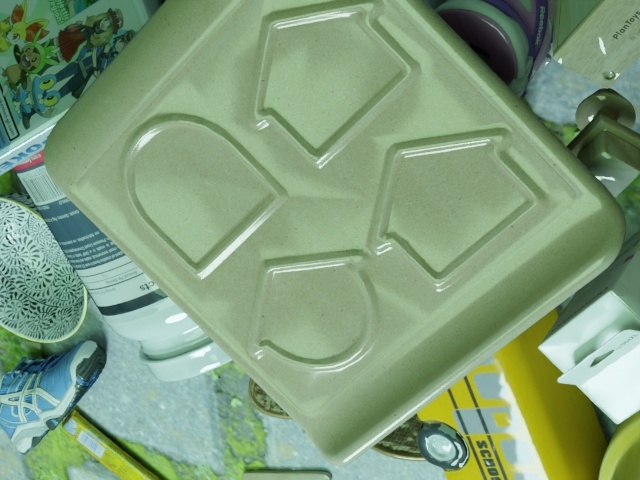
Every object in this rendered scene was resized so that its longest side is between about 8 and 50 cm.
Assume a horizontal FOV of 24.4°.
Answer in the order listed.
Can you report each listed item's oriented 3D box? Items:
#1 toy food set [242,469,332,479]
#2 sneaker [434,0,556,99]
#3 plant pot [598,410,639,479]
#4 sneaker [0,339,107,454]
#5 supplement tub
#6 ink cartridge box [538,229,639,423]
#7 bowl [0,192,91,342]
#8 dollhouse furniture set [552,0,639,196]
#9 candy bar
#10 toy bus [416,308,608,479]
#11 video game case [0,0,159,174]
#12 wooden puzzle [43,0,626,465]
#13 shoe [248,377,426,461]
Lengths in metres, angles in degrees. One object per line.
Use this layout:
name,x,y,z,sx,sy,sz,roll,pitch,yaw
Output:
toy food set,-0.012,0.332,1.572,0.132,0.038,0.192,-9,114,36
sneaker,0.132,-0.129,1.148,0.095,0.104,0.236,31,153,11
plant pot,0.325,0.250,1.169,0.254,0.239,0.254,16,126,24
sneaker,-0.307,0.163,1.623,0.081,0.080,0.211,44,131,-4
supplement tub,-0.143,-0.033,1.315,0.191,0.191,0.272,-17,109,39
ink cartridge box,0.247,0.066,1.161,0.090,0.143,0.092,44,133,1
bowl,-0.286,0.012,1.511,0.170,0.080,0.170,17,127,23
dollhouse furniture set,0.349,-0.142,1.022,0.355,0.174,0.303,25,135,-15
candy bar,-0.227,0.247,1.669,0.161,0.018,0.040,38,129,7
toy bus,0.137,0.095,1.274,0.130,0.108,0.333,-9,114,36
video game case,-0.297,-0.214,1.230,0.300,0.036,0.329,-28,72,17
wooden puzzle,0.004,-0.045,1.092,0.348,0.080,0.322,47,121,-1
shoe,0.040,0.157,1.421,0.219,0.058,0.077,14,92,20
